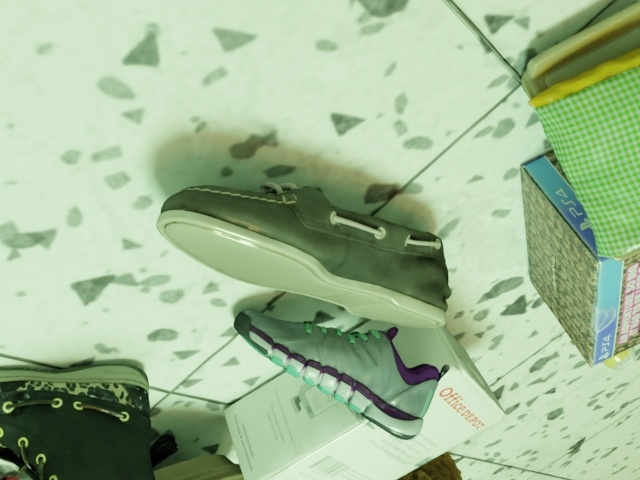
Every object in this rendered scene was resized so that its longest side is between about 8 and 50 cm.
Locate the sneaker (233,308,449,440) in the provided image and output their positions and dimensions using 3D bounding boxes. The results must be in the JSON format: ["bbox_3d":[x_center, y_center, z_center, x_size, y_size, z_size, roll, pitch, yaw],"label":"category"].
[{"bbox_3d":[0.022,0.114,0.782,0.098,0.224,0.083,-59,-176,-8],"label":"sneaker"}]

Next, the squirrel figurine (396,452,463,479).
[{"bbox_3d":[0.086,0.491,1.096,0.397,0.281,0.370,-40,176,-14],"label":"squirrel figurine"}]

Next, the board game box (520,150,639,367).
[{"bbox_3d":[0.386,-0.026,0.811,0.291,0.141,0.232,-25,142,-1],"label":"board game box"}]

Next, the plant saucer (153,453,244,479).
[{"bbox_3d":[-0.217,0.320,0.889,0.278,0.041,0.278,-22,161,-8],"label":"plant saucer"}]

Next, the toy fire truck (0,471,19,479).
[{"bbox_3d":[-0.374,0.258,0.769,0.192,0.047,0.135,25,150,-27],"label":"toy fire truck"}]

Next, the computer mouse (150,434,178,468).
[{"bbox_3d":[-0.255,0.249,0.848,0.106,0.042,0.193,-40,140,19],"label":"computer mouse"}]

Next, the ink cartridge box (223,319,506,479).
[{"bbox_3d":[0.059,0.216,0.926,0.283,0.117,0.207,-33,142,9],"label":"ink cartridge box"}]

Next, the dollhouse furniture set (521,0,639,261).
[{"bbox_3d":[0.338,-0.127,0.589,0.302,0.197,0.151,-28,-179,5],"label":"dollhouse furniture set"}]

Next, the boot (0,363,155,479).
[{"bbox_3d":[-0.261,0.210,0.687,0.237,0.178,0.085,-3,136,-25],"label":"boot"}]

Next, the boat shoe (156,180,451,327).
[{"bbox_3d":[0.000,0.000,0.683,0.112,0.095,0.335,-10,155,45],"label":"boat shoe"}]

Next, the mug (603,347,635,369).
[{"bbox_3d":[0.428,0.159,1.114,0.078,0.064,0.062,-14,141,-14],"label":"mug"}]
